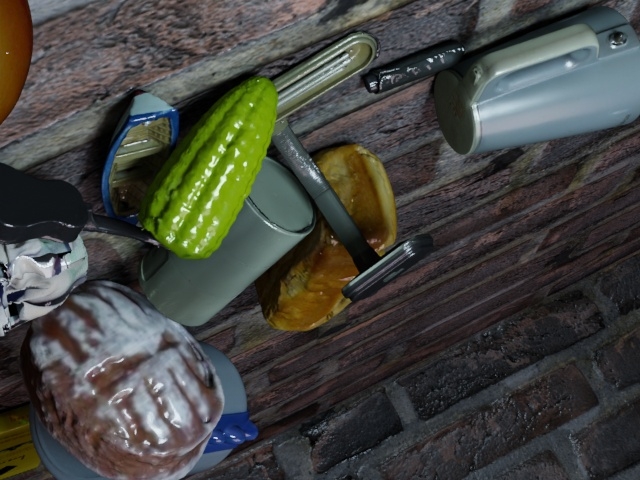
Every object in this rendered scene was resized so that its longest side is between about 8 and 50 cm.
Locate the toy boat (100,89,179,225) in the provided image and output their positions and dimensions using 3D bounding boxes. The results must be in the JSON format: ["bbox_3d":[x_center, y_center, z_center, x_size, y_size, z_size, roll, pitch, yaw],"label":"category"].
[{"bbox_3d":[-0.202,-0.078,1.045,0.080,0.046,0.229,-19,159,-27],"label":"toy boat"}]

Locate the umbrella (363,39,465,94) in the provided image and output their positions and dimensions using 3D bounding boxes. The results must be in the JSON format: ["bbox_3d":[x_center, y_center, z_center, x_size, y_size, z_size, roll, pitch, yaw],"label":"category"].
[{"bbox_3d":[0.114,-0.210,1.174,0.133,0.031,0.036,-24,144,-13],"label":"umbrella"}]

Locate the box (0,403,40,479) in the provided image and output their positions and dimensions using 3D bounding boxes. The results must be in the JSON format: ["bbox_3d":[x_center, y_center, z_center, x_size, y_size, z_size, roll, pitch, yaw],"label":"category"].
[{"bbox_3d":[-0.541,0.357,1.684,0.153,0.041,0.279,-15,157,-35],"label":"box"}]

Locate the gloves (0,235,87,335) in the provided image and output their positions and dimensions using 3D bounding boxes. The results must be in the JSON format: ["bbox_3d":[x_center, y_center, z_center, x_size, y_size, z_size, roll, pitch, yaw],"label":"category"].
[{"bbox_3d":[-0.366,0.059,1.083,0.212,0.111,0.127,-22,-176,-27],"label":"gloves"}]

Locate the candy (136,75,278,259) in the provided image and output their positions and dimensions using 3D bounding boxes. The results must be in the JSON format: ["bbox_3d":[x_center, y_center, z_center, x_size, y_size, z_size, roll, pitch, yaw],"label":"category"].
[{"bbox_3d":[-0.109,-0.081,1.026,0.209,0.097,0.097,-59,159,-1],"label":"candy"}]

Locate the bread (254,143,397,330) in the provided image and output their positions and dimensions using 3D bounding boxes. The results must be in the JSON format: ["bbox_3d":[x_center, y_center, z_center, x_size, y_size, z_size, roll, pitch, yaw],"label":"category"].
[{"bbox_3d":[0.000,0.000,1.354,0.132,0.167,0.294,8,148,-22],"label":"bread"}]

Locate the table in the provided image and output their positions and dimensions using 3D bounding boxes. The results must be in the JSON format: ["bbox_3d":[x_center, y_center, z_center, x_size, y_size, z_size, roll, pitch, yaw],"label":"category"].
[{"bbox_3d":[-0.121,0.002,1.238,0.220,0.126,0.126,-42,157,32],"label":"table"}]

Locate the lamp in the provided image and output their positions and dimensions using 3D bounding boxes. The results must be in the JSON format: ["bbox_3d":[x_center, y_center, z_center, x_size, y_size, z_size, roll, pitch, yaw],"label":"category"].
[{"bbox_3d":[0.045,-0.085,1.123,0.203,0.283,0.124,-34,-173,13],"label":"lamp"}]

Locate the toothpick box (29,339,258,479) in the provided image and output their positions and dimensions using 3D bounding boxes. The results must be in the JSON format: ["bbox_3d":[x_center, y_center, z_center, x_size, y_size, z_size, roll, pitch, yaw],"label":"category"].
[{"bbox_3d":[-0.252,0.272,1.549,0.263,0.263,0.354,-34,162,16],"label":"toothpick box"}]

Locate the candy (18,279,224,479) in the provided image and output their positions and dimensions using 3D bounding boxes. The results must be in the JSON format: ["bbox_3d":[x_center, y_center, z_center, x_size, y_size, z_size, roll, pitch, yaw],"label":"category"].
[{"bbox_3d":[-0.259,0.180,1.271,0.214,0.289,0.157,-40,168,-42],"label":"candy"}]

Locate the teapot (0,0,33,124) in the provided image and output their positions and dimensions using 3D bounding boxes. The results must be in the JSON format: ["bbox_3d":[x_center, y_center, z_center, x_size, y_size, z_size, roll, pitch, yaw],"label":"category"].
[{"bbox_3d":[-0.305,-0.145,0.639,0.252,0.135,0.178,22,94,-43],"label":"teapot"}]

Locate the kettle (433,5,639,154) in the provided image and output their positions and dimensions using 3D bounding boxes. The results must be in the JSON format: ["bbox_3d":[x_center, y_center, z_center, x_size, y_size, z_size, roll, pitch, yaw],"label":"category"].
[{"bbox_3d":[0.282,-0.203,1.239,0.243,0.160,0.210,-18,169,-15],"label":"kettle"}]

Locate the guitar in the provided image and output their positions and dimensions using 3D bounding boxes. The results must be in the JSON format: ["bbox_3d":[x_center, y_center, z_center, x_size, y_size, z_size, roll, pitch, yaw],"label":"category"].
[{"bbox_3d":[-0.239,-0.022,1.020,0.271,0.084,0.038,12,136,-47],"label":"guitar"}]
